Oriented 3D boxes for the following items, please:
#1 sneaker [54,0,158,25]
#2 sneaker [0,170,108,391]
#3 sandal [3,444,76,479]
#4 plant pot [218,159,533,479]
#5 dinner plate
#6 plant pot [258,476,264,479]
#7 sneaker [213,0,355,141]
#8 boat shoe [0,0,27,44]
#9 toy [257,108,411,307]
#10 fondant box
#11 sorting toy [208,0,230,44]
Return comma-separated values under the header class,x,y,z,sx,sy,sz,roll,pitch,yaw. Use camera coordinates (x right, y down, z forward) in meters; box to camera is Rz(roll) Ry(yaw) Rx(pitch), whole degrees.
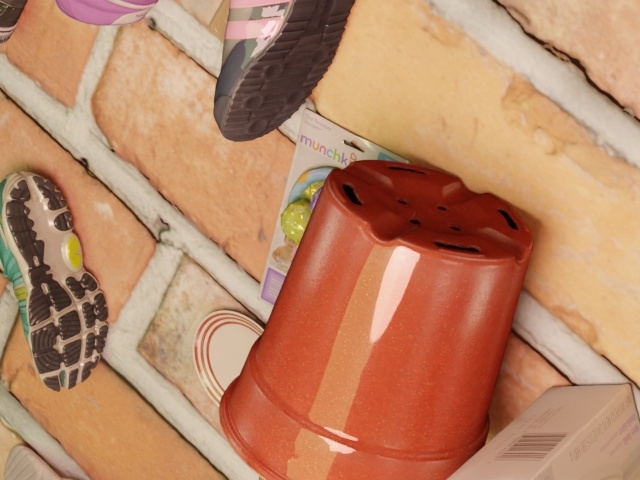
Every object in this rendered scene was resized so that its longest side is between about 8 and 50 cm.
class,x,y,z,sx,sy,sz,roll,pitch,yaw
sneaker,-0.299,-0.311,1.555,0.282,0.102,0.161,29,151,-8
sneaker,-0.336,0.048,1.821,0.110,0.107,0.275,5,109,57
sandal,-0.328,0.352,1.954,0.265,0.076,0.102,41,117,43
plant pot,0.066,0.082,1.413,0.272,0.272,0.265,29,117,25
dinner plate,-0.090,0.144,1.707,0.141,0.017,0.141,15,117,31
plant pot,-0.022,0.270,1.671,0.081,0.081,0.083,-29,78,42
sneaker,-0.042,-0.247,1.457,0.131,0.112,0.319,51,130,31
boat shoe,-0.458,-0.358,1.710,0.306,0.113,0.105,45,123,10
toy,0.000,0.000,1.548,0.137,0.056,0.237,28,124,24
fondant box,0.241,0.329,1.384,0.096,0.238,0.330,-6,105,38
sorting toy,-0.080,-0.230,1.538,0.062,0.012,0.083,51,135,14
